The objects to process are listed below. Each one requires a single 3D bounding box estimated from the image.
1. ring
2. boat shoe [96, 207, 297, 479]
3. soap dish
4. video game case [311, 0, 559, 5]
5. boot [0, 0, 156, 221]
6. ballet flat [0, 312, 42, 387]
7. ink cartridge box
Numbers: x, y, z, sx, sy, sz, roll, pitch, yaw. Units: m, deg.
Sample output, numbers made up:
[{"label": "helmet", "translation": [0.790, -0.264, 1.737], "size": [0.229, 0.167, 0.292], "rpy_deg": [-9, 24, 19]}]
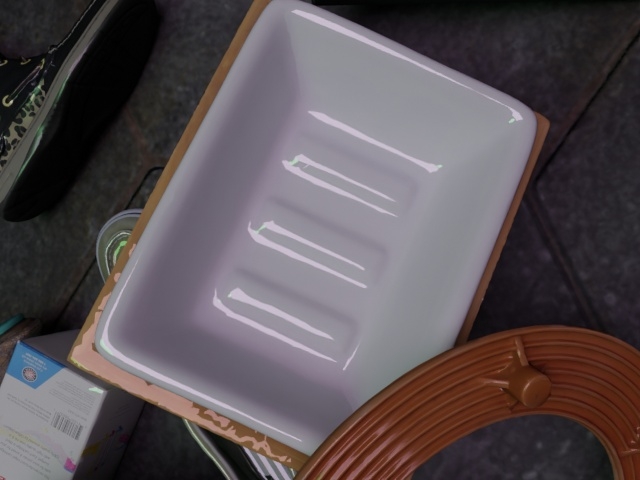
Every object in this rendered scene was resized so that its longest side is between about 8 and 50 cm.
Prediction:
[{"label": "ring", "translation": [0.111, 0.212, 0.435], "size": [0.337, 0.032, 0.336], "rpy_deg": [-7, 110, -21]}, {"label": "boat shoe", "translation": [-0.087, 0.092, 0.559], "size": [0.109, 0.094, 0.302], "rpy_deg": [-43, 81, 10]}, {"label": "soap dish", "translation": [0.000, 0.000, 0.478], "size": [0.229, 0.118, 0.290], "rpy_deg": [25, 78, 0]}, {"label": "video game case", "translation": [0.126, -0.304, 0.507], "size": [0.275, 0.035, 0.248], "rpy_deg": [-2, 89, -1]}, {"label": "boot", "translation": [-0.272, -0.158, 0.611], "size": [0.179, 0.085, 0.236], "rpy_deg": [36, 98, 14]}, {"label": "ballet flat", "translation": [-0.354, 0.177, 0.633], "size": [0.316, 0.107, 0.106], "rpy_deg": [-30, 101, 17]}, {"label": "ink cartridge box", "translation": [-0.224, 0.164, 0.594], "size": [0.092, 0.090, 0.143], "rpy_deg": [25, 97, 13]}]
